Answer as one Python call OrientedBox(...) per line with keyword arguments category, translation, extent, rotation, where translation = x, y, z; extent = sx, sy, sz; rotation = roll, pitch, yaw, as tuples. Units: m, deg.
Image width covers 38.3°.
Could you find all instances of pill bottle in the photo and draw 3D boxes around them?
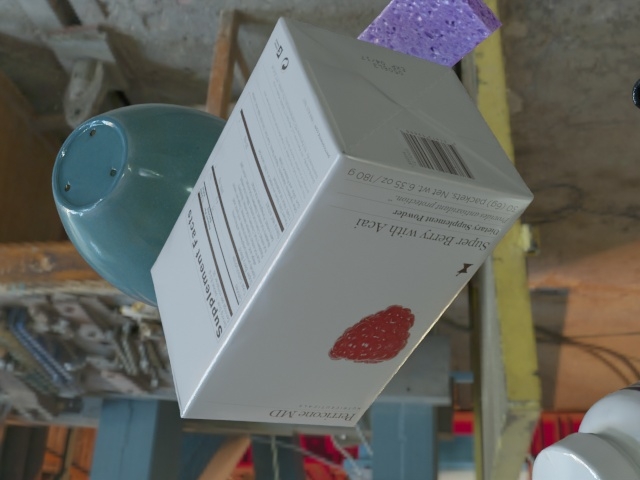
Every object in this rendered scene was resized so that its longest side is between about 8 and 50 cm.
OrientedBox(category="pill bottle", translation=(0.365, 0.210, 0.907), extent=(0.302, 0.169, 0.169), rotation=(-17, 161, -25))

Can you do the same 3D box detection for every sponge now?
OrientedBox(category="sponge", translation=(0.135, -0.271, 1.191), extent=(0.117, 0.031, 0.210), rotation=(50, 150, -3))

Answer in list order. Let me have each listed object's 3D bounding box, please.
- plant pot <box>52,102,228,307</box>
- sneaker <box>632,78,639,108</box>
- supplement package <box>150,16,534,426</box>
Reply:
OrientedBox(category="plant pot", translation=(-0.247, -0.071, 1.261), extent=(0.290, 0.290, 0.195), rotation=(-13, 156, 28))
OrientedBox(category="sneaker", translation=(0.490, -0.120, 1.129), extent=(0.146, 0.293, 0.102), rotation=(-4, 129, -28))
OrientedBox(category="supplement package", translation=(0.000, 0.000, 0.770), extent=(0.178, 0.175, 0.293), rotation=(9, 131, -30))
